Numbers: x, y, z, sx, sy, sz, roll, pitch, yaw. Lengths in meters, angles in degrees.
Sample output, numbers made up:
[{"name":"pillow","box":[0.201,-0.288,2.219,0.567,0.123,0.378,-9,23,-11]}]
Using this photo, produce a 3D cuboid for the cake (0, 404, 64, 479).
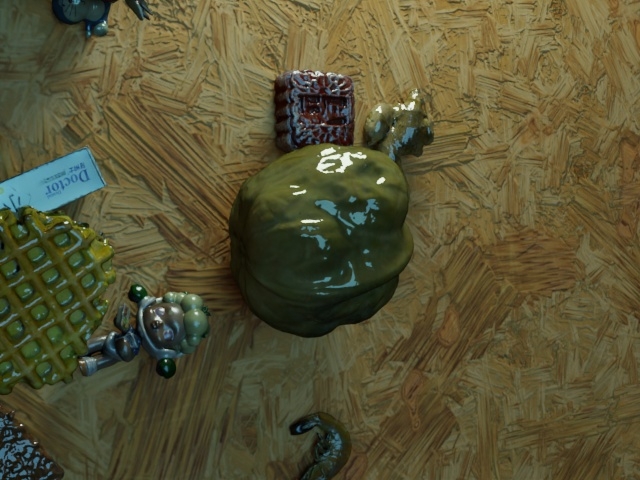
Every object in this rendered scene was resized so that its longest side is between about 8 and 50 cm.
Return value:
[{"name":"cake","box":[-0.425,0.279,0.975,0.134,0.147,0.135,-41,111,-22]}]

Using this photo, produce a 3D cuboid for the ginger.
[{"name":"ginger","box":[0.143,-0.156,1.351,0.133,0.059,0.214,-13,96,-25]}]

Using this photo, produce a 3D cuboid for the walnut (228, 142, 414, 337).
[{"name":"walnut","box":[0.000,-0.002,1.156,0.277,0.253,0.282,-19,102,-26]}]

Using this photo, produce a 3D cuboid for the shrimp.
[{"name":"shrimp","box":[-0.021,0.365,1.281,0.178,0.034,0.124,-43,108,-24]}]

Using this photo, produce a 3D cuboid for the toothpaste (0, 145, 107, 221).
[{"name":"toothpaste","box":[-0.436,-0.029,0.998,0.313,0.089,0.071,-29,101,-27]}]

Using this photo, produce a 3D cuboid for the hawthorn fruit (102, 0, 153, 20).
[{"name":"hawthorn fruit","box":[-0.289,-0.428,0.978,0.276,0.276,0.307,-26,108,-27]}]

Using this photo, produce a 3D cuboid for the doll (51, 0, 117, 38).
[{"name":"doll","box":[-0.332,-0.325,1.074,0.083,0.050,0.076,12,100,-31]}]

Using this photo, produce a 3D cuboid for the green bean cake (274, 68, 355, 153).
[{"name":"green bean cake","box":[-0.007,-0.210,1.264,0.135,0.056,0.136,-3,93,-29]}]

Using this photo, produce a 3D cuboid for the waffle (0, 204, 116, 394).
[{"name":"waffle","box":[-0.386,0.077,0.983,0.245,0.052,0.254,17,96,-39]}]

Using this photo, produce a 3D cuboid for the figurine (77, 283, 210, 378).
[{"name":"figurine","box":[-0.252,0.134,1.105,0.197,0.093,0.147,-17,74,-29]}]
